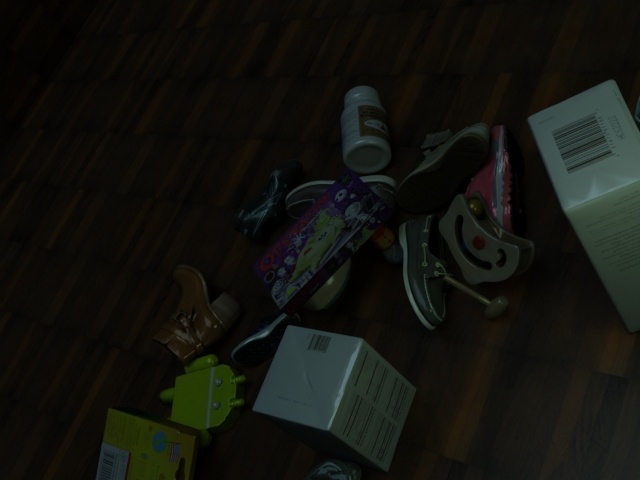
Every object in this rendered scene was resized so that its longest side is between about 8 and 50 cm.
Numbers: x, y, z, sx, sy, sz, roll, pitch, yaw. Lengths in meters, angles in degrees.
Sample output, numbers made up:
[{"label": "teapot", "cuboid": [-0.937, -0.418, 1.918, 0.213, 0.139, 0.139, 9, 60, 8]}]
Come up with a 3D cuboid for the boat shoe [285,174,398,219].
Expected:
[{"label": "boat shoe", "cuboid": [0.045, -0.091, 2.059, 0.324, 0.117, 0.097, -6, 53, 25]}]

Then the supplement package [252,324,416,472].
[{"label": "supplement package", "cuboid": [0.036, 0.332, 1.654, 0.199, 0.263, 0.198, 6, 63, 37]}]

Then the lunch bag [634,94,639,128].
[{"label": "lunch bag", "cuboid": [0.768, -0.253, 1.580, 0.262, 0.223, 0.160, -44, 37, 1]}]

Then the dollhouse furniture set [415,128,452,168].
[{"label": "dollhouse furniture set", "cuboid": [0.297, -0.219, 2.033, 0.076, 0.059, 0.152, -12, 34, 38]}]

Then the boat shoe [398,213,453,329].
[{"label": "boat shoe", "cuboid": [0.248, 0.063, 1.806, 0.091, 0.109, 0.305, -27, 44, 24]}]

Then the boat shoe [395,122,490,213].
[{"label": "boat shoe", "cuboid": [0.299, -0.173, 1.909, 0.302, 0.109, 0.098, -45, 8, 42]}]

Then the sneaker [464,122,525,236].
[{"label": "sneaker", "cuboid": [0.396, -0.144, 1.844, 0.136, 0.116, 0.314, -13, 53, 30]}]

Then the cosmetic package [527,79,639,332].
[{"label": "cosmetic package", "cuboid": [0.545, -0.044, 1.427, 0.161, 0.453, 0.230, -24, 49, 19]}]

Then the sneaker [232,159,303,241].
[{"label": "sneaker", "cuboid": [-0.127, -0.109, 2.225, 0.106, 0.101, 0.267, 36, 82, 23]}]

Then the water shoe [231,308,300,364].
[{"label": "water shoe", "cuboid": [-0.137, 0.240, 1.996, 0.203, 0.073, 0.080, -34, 24, 5]}]

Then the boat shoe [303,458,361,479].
[{"label": "boat shoe", "cuboid": [-0.044, 0.582, 1.665, 0.320, 0.103, 0.118, -46, 64, 7]}]

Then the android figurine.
[{"label": "android figurine", "cuboid": [-0.298, 0.408, 1.988, 0.272, 0.056, 0.248, -18, 51, 27]}]

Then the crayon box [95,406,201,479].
[{"label": "crayon box", "cuboid": [-0.404, 0.536, 1.909, 0.318, 0.081, 0.202, 7, 85, 38]}]

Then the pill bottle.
[{"label": "pill bottle", "cuboid": [0.121, -0.306, 2.143, 0.131, 0.131, 0.229, -20, 50, 23]}]

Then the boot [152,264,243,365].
[{"label": "boot", "cuboid": [-0.368, 0.200, 2.131, 0.283, 0.109, 0.220, 33, 67, 31]}]

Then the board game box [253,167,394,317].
[{"label": "board game box", "cuboid": [0.000, 0.000, 1.886, 0.347, 0.056, 0.208, -46, 32, 4]}]

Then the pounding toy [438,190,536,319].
[{"label": "pounding toy", "cuboid": [0.350, 0.023, 1.688, 0.154, 0.154, 0.270, -40, 70, 41]}]

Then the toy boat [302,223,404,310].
[{"label": "toy boat", "cuboid": [0.057, 0.049, 1.947, 0.318, 0.148, 0.268, -24, 43, 29]}]
